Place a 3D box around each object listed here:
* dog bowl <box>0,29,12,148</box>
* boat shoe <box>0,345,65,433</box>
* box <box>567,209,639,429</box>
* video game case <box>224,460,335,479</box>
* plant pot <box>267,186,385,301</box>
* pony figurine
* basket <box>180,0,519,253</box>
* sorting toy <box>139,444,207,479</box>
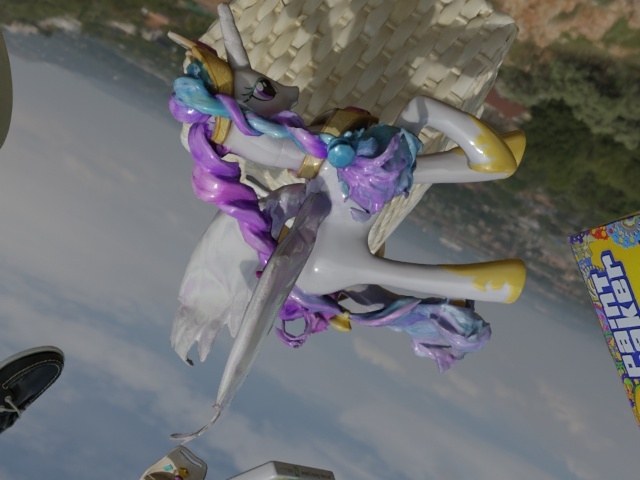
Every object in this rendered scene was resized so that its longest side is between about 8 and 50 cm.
[{"bbox_3d":[-0.551,-0.241,1.261,0.104,0.265,0.265,-3,180,5],"label":"dog bowl"},{"bbox_3d":[-0.585,0.305,1.565,0.091,0.302,0.114,54,180,42],"label":"boat shoe"},{"bbox_3d":[0.360,0.012,0.494,0.290,0.177,0.279,-19,176,-22],"label":"box"},{"bbox_3d":[-0.108,0.336,1.117,0.193,0.212,0.023,38,-150,-61],"label":"video game case"},{"bbox_3d":[-0.015,0.004,1.390,0.236,0.236,0.032,28,150,10],"label":"plant pot"},{"bbox_3d":[0.000,0.000,0.798,0.363,0.351,0.303,15,-173,-19],"label":"pony figurine"},{"bbox_3d":[0.026,-0.197,1.149,0.328,0.331,0.266,37,165,7],"label":"basket"},{"bbox_3d":[-0.187,0.315,1.173,0.083,0.075,0.045,37,-157,8],"label":"sorting toy"}]
